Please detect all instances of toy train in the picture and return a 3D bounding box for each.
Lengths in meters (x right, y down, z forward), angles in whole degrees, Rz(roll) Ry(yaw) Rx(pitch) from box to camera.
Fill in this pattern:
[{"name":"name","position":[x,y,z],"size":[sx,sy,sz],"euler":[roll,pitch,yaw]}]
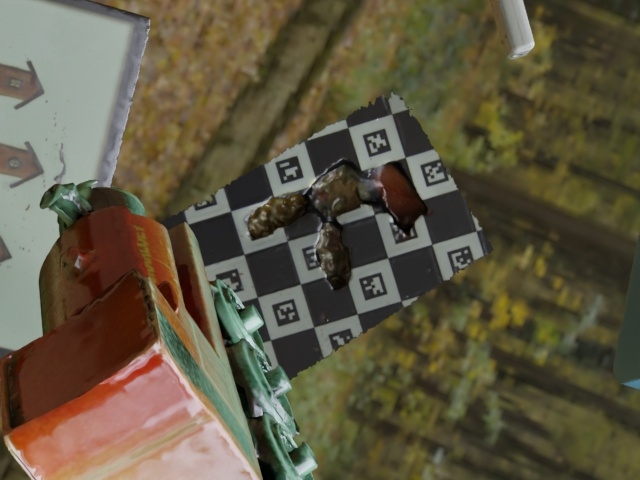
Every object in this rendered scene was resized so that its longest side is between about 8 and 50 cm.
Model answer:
[{"name":"toy train","position":[-0.058,0.041,0.530],"size":[0.074,0.118,0.176],"euler":[-28,-148,4]}]

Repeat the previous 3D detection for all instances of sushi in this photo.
[{"name":"sushi","position":[0.000,0.000,1.475],"size":[0.280,0.192,0.043],"euler":[-33,180,7]}]

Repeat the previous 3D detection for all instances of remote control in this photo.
[{"name":"remote control","position":[0.177,-0.278,1.572],"size":[0.087,0.029,0.190],"euler":[-15,88,-87]}]

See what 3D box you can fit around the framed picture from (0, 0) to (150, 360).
[{"name":"framed picture","position":[-0.292,-0.067,0.989],"size":[0.013,0.324,0.244],"euler":[180,-76,-79]}]

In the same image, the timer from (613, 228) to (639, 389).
[{"name":"timer","position":[0.377,0.024,1.501],"size":[0.250,0.091,0.231],"euler":[113,-7,-70]}]
